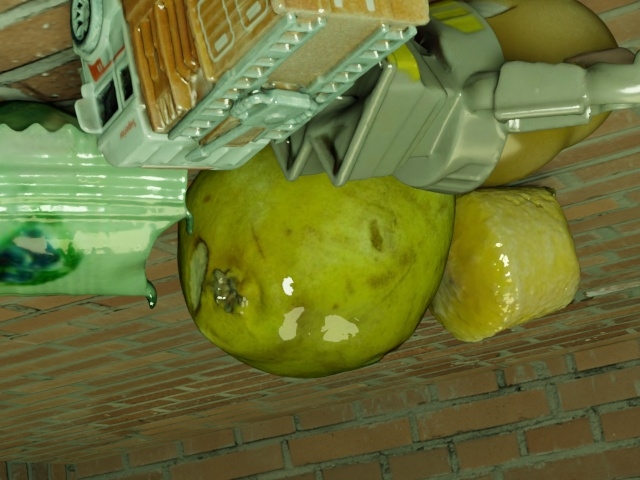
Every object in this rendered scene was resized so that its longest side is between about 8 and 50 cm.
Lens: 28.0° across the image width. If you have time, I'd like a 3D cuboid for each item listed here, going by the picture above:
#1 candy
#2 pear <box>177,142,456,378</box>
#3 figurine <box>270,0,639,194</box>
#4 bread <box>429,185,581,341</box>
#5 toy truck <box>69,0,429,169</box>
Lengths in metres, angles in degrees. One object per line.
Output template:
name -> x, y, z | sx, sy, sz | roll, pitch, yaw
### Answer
candy -> -0.266, -0.038, 1.189 | 0.262, 0.172, 0.398 | 5, -178, -13
pear -> 0.000, 0.000, 1.216 | 0.269, 0.269, 0.321 | -17, -172, 26
figurine -> 0.109, -0.121, 0.989 | 0.284, 0.167, 0.342 | -5, -151, -28
bread -> 0.214, 0.022, 1.587 | 0.170, 0.197, 0.197 | -11, 166, -22
toy truck -> -0.057, -0.142, 0.847 | 0.136, 0.162, 0.305 | 0, 163, -31
